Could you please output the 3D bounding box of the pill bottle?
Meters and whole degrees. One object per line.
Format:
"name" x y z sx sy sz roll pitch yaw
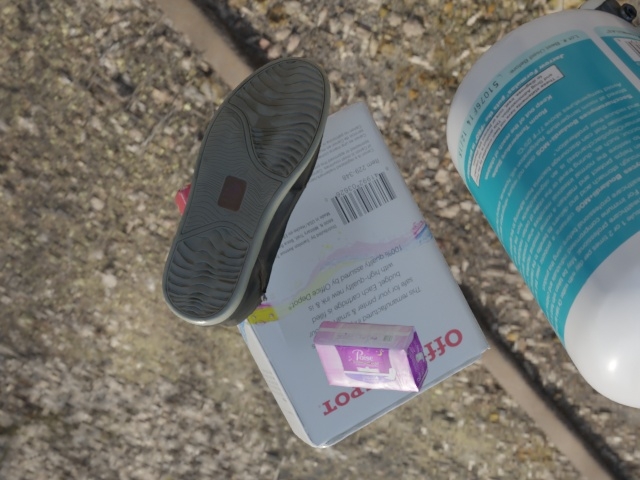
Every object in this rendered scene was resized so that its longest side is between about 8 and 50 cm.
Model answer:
"pill bottle" 0.183 -0.008 0.509 0.146 0.264 0.146 -11 136 -11

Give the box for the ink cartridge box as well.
"ink cartridge box" 0.007 0.037 0.982 0.306 0.226 0.131 64 167 -3

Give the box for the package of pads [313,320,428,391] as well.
"package of pads" 0.039 0.090 0.698 0.083 0.032 0.050 0 126 29

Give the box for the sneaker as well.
"sneaker" -0.055 -0.035 0.721 0.083 0.222 0.118 25 174 8

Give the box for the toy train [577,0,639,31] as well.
"toy train" 0.355 -0.106 0.954 0.334 0.142 0.190 54 152 13
